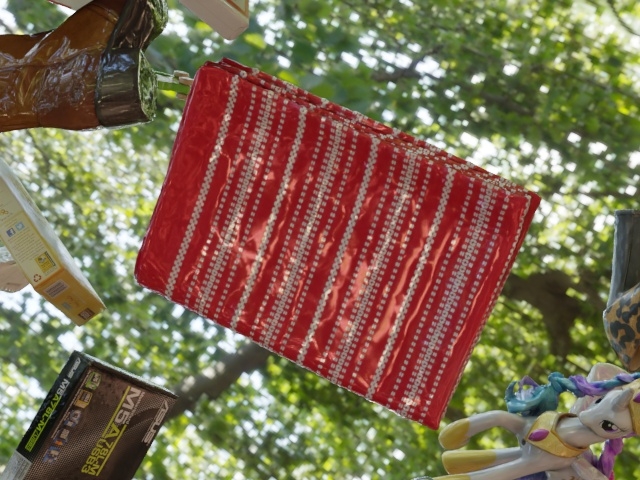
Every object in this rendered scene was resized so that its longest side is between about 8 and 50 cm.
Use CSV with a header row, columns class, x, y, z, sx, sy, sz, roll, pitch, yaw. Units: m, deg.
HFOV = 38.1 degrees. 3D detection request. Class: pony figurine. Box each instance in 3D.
class,x,y,z,sx,sy,sz,roll,pitch,yaw
pony figurine,0.357,0.315,1.327,0.363,0.303,0.351,-25,-39,23

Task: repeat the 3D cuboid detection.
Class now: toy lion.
class,x,y,z,sx,sy,sz,roll,pitch,yaw
toy lion,-0.243,-0.241,1.397,0.096,0.100,0.034,11,-74,-18

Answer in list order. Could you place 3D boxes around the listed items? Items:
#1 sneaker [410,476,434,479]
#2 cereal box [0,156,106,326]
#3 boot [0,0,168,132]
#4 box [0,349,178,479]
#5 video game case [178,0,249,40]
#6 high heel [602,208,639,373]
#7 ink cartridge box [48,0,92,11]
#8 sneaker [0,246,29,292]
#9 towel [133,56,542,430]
class,x,y,z,sx,sy,sz,roll,pitch,yaw
sneaker,0.089,0.322,1.051,0.135,0.052,0.058,-44,-13,-19
cereal box,-0.356,-0.019,1.105,0.047,0.240,0.173,-35,-16,-8
boot,-0.318,-0.223,1.039,0.096,0.280,0.264,65,-158,-67
box,-0.288,0.251,1.164,0.191,0.045,0.184,-61,-37,-9
video game case,-0.132,-0.302,0.709,0.025,0.285,0.204,-32,-49,29
high heel,0.389,0.062,0.953,0.093,0.261,0.186,0,-87,-18
ink cartridge box,-0.329,-0.489,1.496,0.306,0.226,0.131,-60,-14,-45
sneaker,-0.639,0.066,1.868,0.235,0.090,0.095,-17,-60,-64
towel,0.000,0.000,0.697,0.199,0.274,0.031,-68,-13,13
